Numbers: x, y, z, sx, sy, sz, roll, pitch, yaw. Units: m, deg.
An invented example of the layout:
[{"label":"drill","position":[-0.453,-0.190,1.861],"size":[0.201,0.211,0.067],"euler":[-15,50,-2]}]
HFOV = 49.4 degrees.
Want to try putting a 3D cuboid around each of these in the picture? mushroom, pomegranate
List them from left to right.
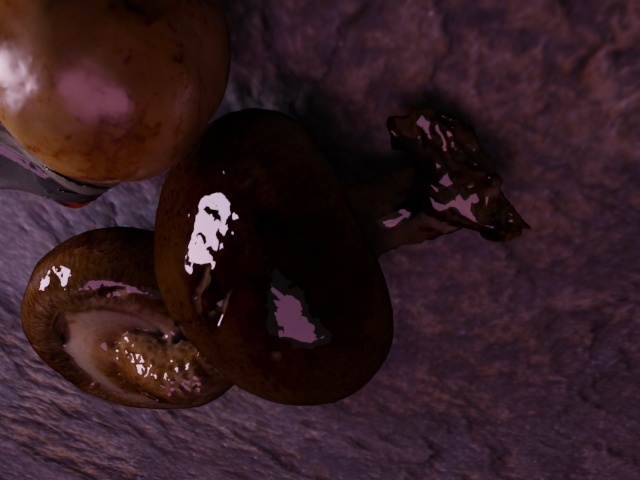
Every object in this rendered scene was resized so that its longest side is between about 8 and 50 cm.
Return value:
[{"label":"pomegranate","position":[-0.203,-0.176,0.661],"size":[0.248,0.248,0.248],"euler":[8,136,7]},{"label":"mushroom","position":[-0.261,0.126,1.019],"size":[0.345,0.239,0.345],"euler":[10,119,19]},{"label":"mushroom","position":[-0.018,-0.012,0.804],"size":[0.331,0.356,0.334],"euler":[45,155,-7]}]

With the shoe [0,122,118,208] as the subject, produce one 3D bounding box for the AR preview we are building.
[{"label":"shoe","position":[-0.403,-0.138,0.844],"size":[0.337,0.132,0.171],"euler":[28,144,-18]}]
